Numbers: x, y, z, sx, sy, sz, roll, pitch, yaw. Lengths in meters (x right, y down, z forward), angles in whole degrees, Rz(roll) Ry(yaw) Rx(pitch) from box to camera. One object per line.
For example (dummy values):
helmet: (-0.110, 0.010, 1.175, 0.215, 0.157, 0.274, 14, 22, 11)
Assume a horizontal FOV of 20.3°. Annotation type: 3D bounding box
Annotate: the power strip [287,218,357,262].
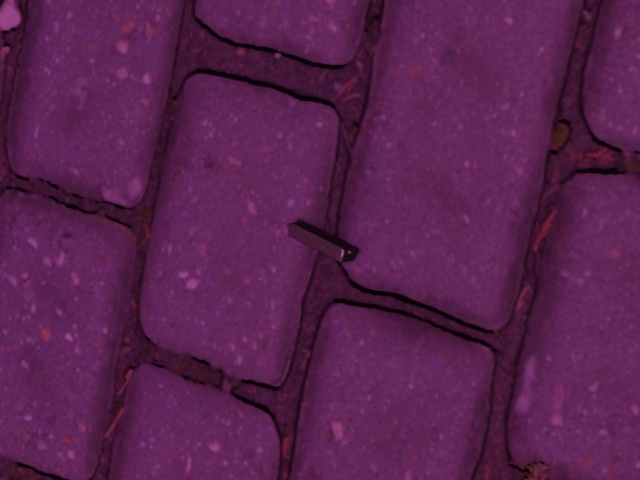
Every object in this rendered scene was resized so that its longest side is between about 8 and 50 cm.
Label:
power strip: (0.000, 0.000, 1.810, 0.083, 0.027, 0.017, 26, 106, 28)
